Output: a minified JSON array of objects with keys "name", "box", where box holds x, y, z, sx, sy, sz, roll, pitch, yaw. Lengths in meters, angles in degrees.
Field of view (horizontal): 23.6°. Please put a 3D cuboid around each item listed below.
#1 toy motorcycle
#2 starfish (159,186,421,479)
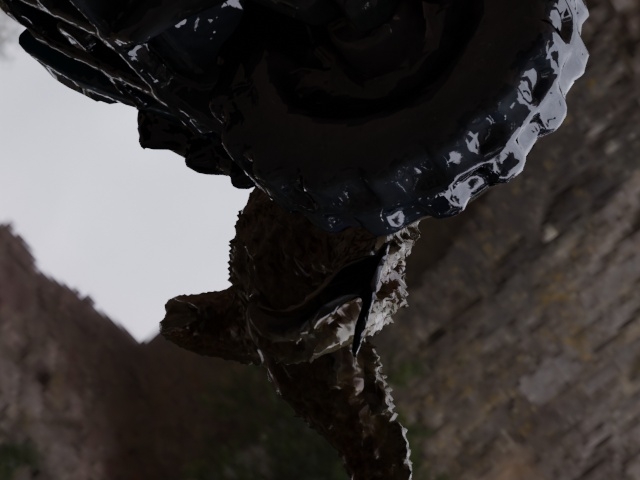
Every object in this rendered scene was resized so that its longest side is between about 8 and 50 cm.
[{"name":"toy motorcycle","box":[-0.042,-0.154,0.608,0.416,0.172,0.232,28,-105,44]},{"name":"starfish","box":[-0.003,0.002,0.745,0.113,0.312,0.303,3,-170,-14]}]
